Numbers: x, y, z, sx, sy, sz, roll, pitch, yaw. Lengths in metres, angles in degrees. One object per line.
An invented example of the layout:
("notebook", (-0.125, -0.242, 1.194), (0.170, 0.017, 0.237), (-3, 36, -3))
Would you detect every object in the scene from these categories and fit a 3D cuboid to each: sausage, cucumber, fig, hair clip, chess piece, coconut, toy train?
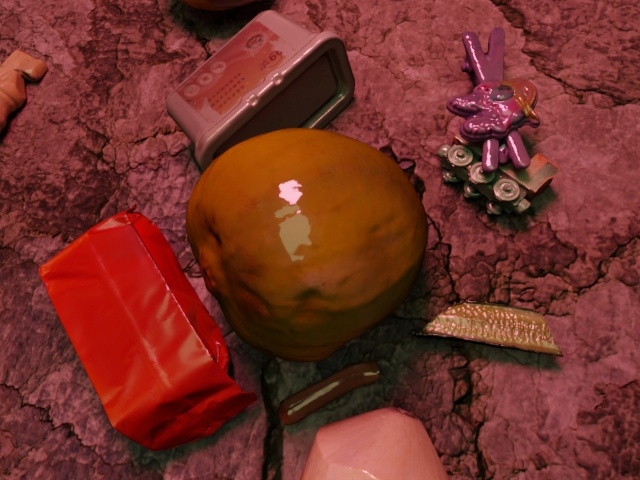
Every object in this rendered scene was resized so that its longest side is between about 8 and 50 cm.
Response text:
("sausage", (0.013, 0.237, 0.742), (0.177, 0.047, 0.040), (-28, 88, 2))
("cucumber", (0.254, 0.131, 0.731), (0.220, 0.046, 0.070), (6, 74, 10))
("fig", (-0.006, -0.009, 0.680), (0.343, 0.343, 0.343), (-2, 75, 9))
("hair clip", (0.269, -0.238, 0.762), (0.137, 0.090, 0.278), (-4, 58, 5))
("chess piece", (-0.669, -0.320, 0.999), (0.090, 0.090, 0.200), (18, 68, 14))
("coconut", (0.070, 0.331, 0.629), (0.202, 0.202, 0.222), (23, 82, 15))
("toy train", (0.285, -0.120, 0.782), (0.118, 0.074, 0.176), (-41, 68, -13))

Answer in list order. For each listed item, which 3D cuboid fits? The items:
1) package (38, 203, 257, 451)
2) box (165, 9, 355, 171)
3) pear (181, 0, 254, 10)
("package", (-0.295, 0.135, 0.785), (0.196, 0.123, 0.423), (-36, 71, 1))
("box", (-0.116, -0.255, 0.841), (0.312, 0.175, 0.182), (-44, 63, -3))
("pear", (-0.199, -0.584, 0.898), (0.271, 0.271, 0.271), (-2, 75, 9))
